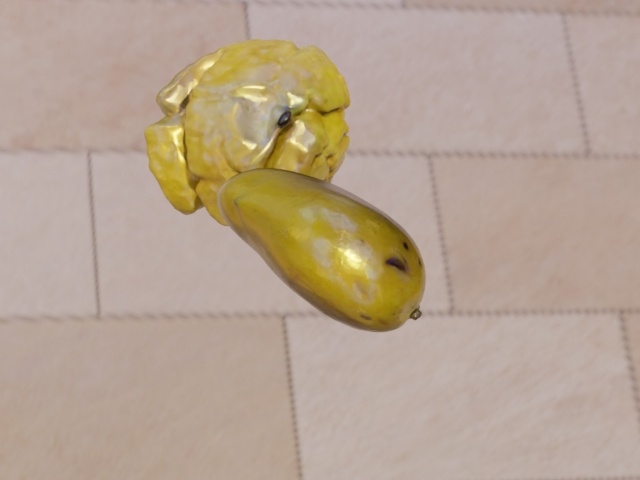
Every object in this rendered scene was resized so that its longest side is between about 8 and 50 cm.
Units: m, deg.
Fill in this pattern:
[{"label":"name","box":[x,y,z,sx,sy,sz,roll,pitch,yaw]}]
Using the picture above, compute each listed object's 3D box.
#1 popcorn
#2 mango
[{"label":"popcorn","box":[-0.052,-0.081,1.438,0.167,0.152,0.148,-34,79,-17]},{"label":"mango","box":[0.000,0.000,1.214,0.161,0.103,0.076,33,103,30]}]
